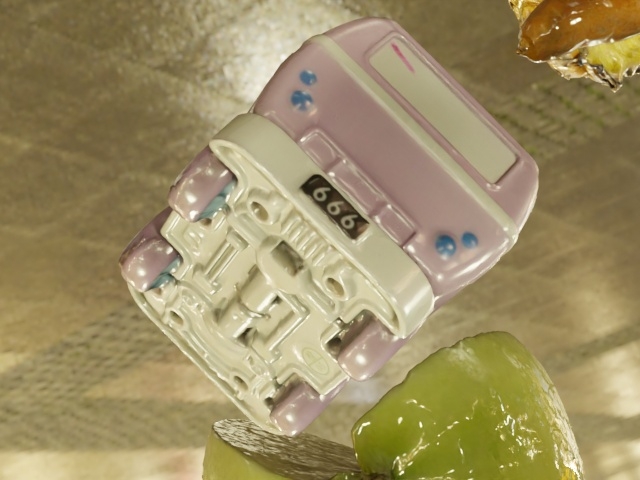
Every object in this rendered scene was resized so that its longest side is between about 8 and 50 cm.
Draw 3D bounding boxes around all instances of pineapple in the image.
[{"bbox_3d":[0.243,-0.238,1.272,0.076,0.224,0.225,-19,165,41],"label":"pineapple"}]

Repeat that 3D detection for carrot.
[{"bbox_3d":[0.178,-0.137,0.634,0.210,0.061,0.061,-31,165,-17],"label":"carrot"}]

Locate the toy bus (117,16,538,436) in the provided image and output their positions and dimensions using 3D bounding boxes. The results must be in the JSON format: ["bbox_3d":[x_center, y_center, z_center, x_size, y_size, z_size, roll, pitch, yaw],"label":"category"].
[{"bbox_3d":[0.000,0.000,0.671,0.142,0.142,0.202,-46,179,-32],"label":"toy bus"}]

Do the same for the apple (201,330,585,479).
[{"bbox_3d":[0.061,0.216,1.017,0.295,0.233,0.258,-18,171,9],"label":"apple"}]
